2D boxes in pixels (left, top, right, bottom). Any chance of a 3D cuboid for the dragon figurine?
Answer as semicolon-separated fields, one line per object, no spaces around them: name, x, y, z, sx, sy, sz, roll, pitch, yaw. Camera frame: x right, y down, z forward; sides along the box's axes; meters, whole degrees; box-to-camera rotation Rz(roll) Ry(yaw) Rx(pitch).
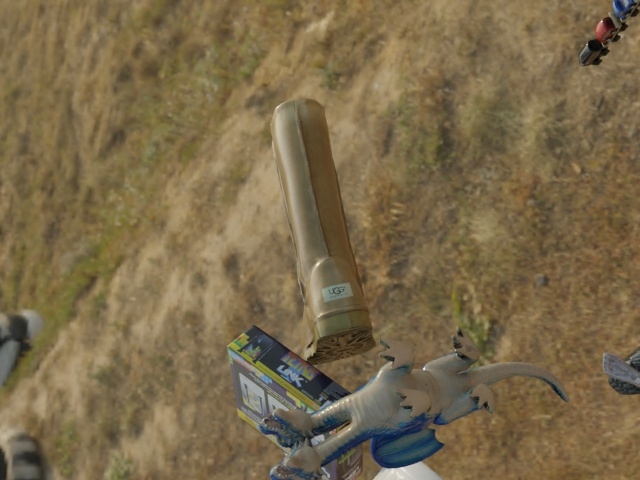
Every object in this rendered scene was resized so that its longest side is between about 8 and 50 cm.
dragon figurine;0.083;0.152;0.874;0.144;0.289;0.085;-49;55;45

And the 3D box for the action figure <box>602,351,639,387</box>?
action figure;0.488;0.072;0.970;0.341;0.178;0.330;-37;14;-11

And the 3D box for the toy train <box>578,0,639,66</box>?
toy train;0.357;-0.263;1.179;0.158;0.036;0.027;112;142;-66

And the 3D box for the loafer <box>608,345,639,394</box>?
loafer;0.626;0.214;1.756;0.076;0.078;0.223;47;130;2

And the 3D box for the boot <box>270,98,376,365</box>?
boot;0.000;0.000;1.143;0.236;0.089;0.270;111;148;-69

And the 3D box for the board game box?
board game box;-0.027;0.195;1.106;0.170;0.048;0.141;32;145;29

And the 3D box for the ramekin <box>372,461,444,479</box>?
ramekin;0.118;0.327;0.994;0.109;0.207;0.207;-45;33;-12
